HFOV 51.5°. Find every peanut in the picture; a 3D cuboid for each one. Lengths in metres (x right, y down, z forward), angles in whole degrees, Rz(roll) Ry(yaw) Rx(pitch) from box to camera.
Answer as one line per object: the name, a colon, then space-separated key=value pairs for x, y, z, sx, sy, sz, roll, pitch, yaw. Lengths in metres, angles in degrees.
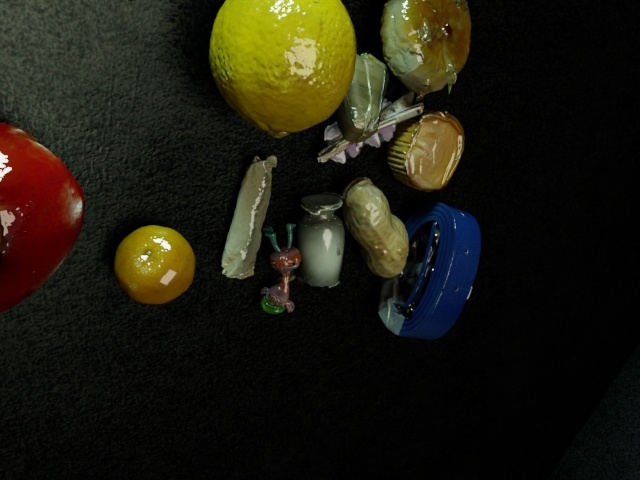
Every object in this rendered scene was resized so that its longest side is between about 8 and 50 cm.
peanut: x=0.132 y=-0.028 z=1.581 sx=0.130 sy=0.130 sz=0.290 roll=-43 pitch=130 yaw=-14

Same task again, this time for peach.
peach: x=-0.533 y=-0.016 z=1.005 sx=0.338 sy=0.281 sz=0.281 roll=-43 pitch=129 yaw=-14

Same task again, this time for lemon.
lemon: x=-0.067 y=-0.339 z=1.206 sx=0.293 sy=0.293 sz=0.293 roll=-15 pitch=118 yaw=-31

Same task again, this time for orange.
orange: x=-0.315 y=0.049 z=1.270 sx=0.154 sy=0.155 sz=0.134 roll=-45 pitch=164 yaw=-12

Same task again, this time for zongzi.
zongzi: x=0.049 y=-0.320 z=1.391 sx=0.197 sy=0.099 sz=0.194 roll=22 pitch=66 yaw=-33

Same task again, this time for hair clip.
hair clip: x=0.108 y=-0.250 z=1.501 sx=0.292 sy=0.084 sz=0.106 roll=-31 pitch=130 yaw=-16

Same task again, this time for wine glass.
wine glass: x=0.000 y=0.000 z=1.503 sx=0.111 sy=0.111 sz=0.204 roll=-12 pitch=115 yaw=-33

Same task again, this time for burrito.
burrito: x=-0.149 y=-0.051 z=1.406 sx=0.082 sy=0.059 sz=0.275 roll=-3 pitch=113 yaw=-49

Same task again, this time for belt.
belt: x=0.272 y=0.078 z=1.677 sx=0.117 sy=0.212 sz=0.347 roll=14 pitch=97 yaw=-41

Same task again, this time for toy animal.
toy animal: x=-0.088 y=0.061 z=1.490 sx=0.103 sy=0.100 sz=0.208 roll=-55 pitch=147 yaw=-62

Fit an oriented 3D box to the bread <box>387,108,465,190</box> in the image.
bread: x=0.250 y=-0.219 z=1.601 sx=0.199 sy=0.104 sz=0.199 roll=-11 pitch=112 yaw=-30

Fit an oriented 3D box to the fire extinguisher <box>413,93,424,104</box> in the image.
fire extinguisher: x=0.250 y=-0.364 z=1.589 sx=0.083 sy=0.022 sz=0.028 roll=-55 pitch=161 yaw=-3

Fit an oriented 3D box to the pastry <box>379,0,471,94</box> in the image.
pastry: x=0.235 y=-0.449 z=1.443 sx=0.236 sy=0.121 sz=0.257 roll=-47 pitch=123 yaw=-31
